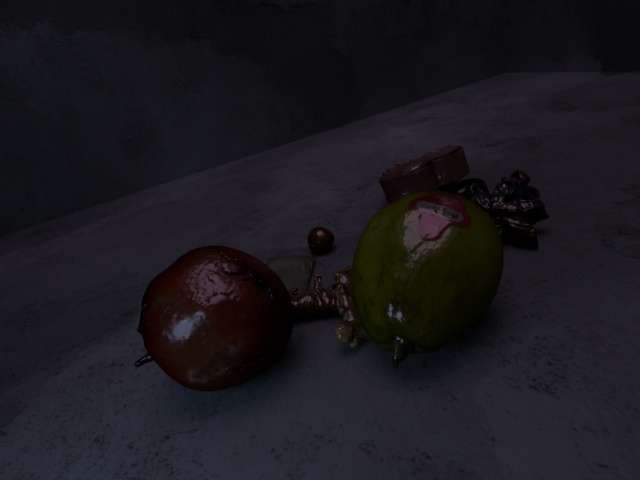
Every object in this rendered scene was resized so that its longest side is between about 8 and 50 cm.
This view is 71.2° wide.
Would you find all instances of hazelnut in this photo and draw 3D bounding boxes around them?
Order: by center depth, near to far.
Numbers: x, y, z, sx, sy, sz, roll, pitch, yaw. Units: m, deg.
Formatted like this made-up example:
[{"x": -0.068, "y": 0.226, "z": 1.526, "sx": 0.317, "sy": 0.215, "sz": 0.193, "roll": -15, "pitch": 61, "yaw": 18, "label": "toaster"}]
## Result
[{"x": 0.000, "y": 0.000, "z": 1.331, "sx": 0.086, "sy": 0.086, "sz": 0.086, "roll": -11, "pitch": 25, "yaw": 5, "label": "hazelnut"}]

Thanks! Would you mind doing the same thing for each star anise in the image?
[{"x": 0.474, "y": -0.075, "z": 1.160, "sx": 0.220, "sy": 0.099, "sz": 0.214, "roll": 5, "pitch": 60, "yaw": 23, "label": "star anise"}]

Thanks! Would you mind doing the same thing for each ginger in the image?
[{"x": 0.072, "y": 0.136, "z": 0.974, "sx": 0.193, "sy": 0.052, "sz": 0.176, "roll": -13, "pitch": 52, "yaw": -39, "label": "ginger"}]

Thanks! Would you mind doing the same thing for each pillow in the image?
[{"x": -0.097, "y": 0.101, "z": 1.197, "sx": 0.149, "sy": 0.050, "sz": 0.229, "roll": 0, "pitch": 29, "yaw": 7, "label": "pillow"}]

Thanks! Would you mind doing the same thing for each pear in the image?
[{"x": 0.195, "y": 0.074, "z": 0.868, "sx": 0.288, "sy": 0.287, "sz": 0.375, "roll": 3, "pitch": 51, "yaw": 31, "label": "pear"}]

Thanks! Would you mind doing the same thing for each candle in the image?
[{"x": 0.331, "y": -0.213, "z": 1.540, "sx": 0.317, "sy": 0.131, "sz": 0.287, "roll": -27, "pitch": 16, "yaw": -21, "label": "candle"}]

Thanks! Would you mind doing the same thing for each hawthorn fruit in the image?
[{"x": -0.208, "y": 0.144, "z": 0.894, "sx": 0.316, "sy": 0.315, "sz": 0.316, "roll": -11, "pitch": 25, "yaw": 5, "label": "hawthorn fruit"}]

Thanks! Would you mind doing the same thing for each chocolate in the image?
[{"x": 0.458, "y": -0.154, "z": 1.404, "sx": 0.149, "sy": 0.080, "sz": 0.125, "roll": -24, "pitch": 28, "yaw": -17, "label": "chocolate"}]

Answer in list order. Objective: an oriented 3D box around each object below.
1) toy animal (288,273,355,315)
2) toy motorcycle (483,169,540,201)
[{"x": -0.030, "y": 0.133, "z": 1.046, "sx": 0.242, "sy": 0.056, "sz": 0.099, "roll": -4, "pitch": 42, "yaw": 3, "label": "toy animal"}, {"x": 0.520, "y": -0.131, "z": 1.280, "sx": 0.213, "sy": 0.118, "sz": 0.084, "roll": -15, "pitch": 16, "yaw": -2, "label": "toy motorcycle"}]
